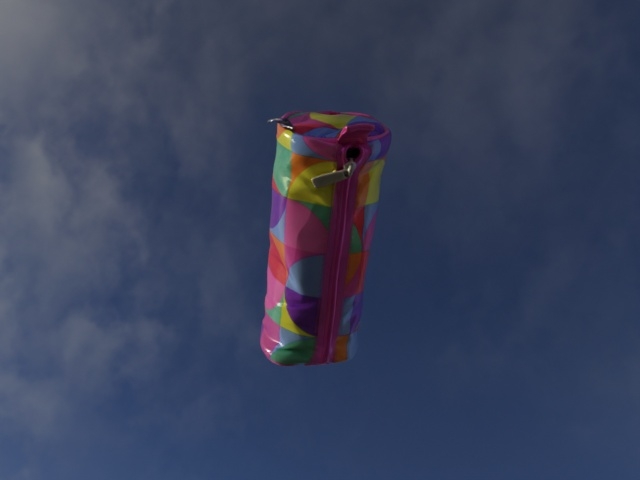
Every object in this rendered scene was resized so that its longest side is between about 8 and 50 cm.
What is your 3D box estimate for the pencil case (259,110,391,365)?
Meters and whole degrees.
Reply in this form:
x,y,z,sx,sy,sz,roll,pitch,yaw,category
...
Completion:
x,y,z,sx,sy,sz,roll,pitch,yaw,category
0.000,0.000,0.550,0.105,0.104,0.236,6,-64,1,pencil case
